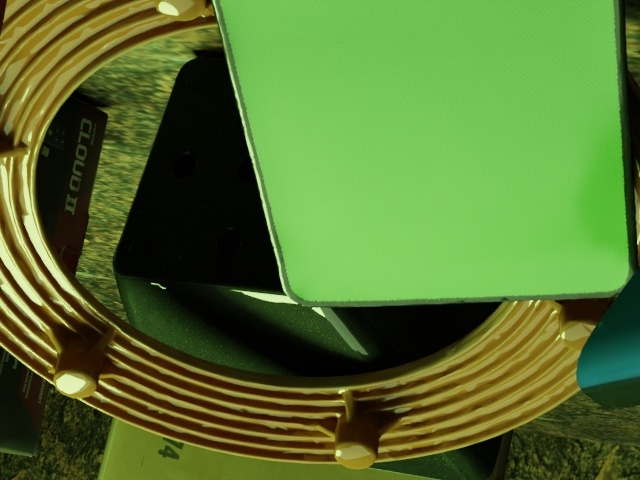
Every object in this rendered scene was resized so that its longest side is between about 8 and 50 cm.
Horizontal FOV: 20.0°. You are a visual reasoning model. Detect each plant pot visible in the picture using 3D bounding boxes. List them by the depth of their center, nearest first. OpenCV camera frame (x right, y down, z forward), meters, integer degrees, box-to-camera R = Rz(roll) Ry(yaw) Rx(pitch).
[{"bbox_3d":[0.000,0.000,0.950,0.187,0.188,0.167,6,156,29],"label":"plant pot"}]

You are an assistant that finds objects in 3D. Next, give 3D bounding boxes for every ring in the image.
[{"bbox_3d":[-0.018,-0.003,0.785,0.336,0.032,0.337,4,135,4],"label":"ring"}]

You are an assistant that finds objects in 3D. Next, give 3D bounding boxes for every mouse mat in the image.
[{"bbox_3d":[0.045,-0.040,0.711,0.152,0.007,0.190,-2,136,11],"label":"mouse mat"}]

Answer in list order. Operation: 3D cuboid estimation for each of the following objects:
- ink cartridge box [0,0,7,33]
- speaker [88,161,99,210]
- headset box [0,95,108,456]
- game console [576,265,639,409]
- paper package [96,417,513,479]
[{"bbox_3d":[-0.178,-0.114,0.551,0.072,0.128,0.175,2,168,37],"label":"ink cartridge box"},{"bbox_3d":[-0.181,-0.008,1.182,0.055,0.136,0.055,11,171,2],"label":"speaker"},{"bbox_3d":[-0.249,-0.005,1.023,0.110,0.218,0.293,5,170,33],"label":"headset box"},{"bbox_3d":[0.253,-0.009,0.623,0.173,0.250,0.293,37,169,-1],"label":"game console"},{"bbox_3d":[-0.008,0.161,1.444,0.309,0.325,0.168,9,170,13],"label":"paper package"}]
